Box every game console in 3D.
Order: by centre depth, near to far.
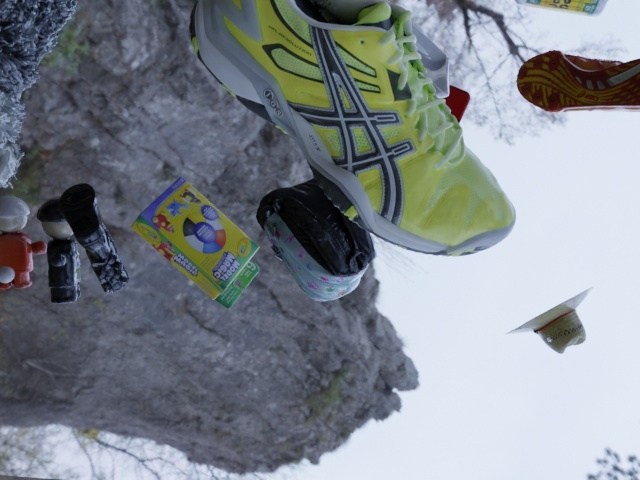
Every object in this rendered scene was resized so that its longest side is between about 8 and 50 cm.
[{"bbox_3d":[0.197,-0.236,1.220,0.144,0.085,0.124,-67,-153,9],"label":"game console"}]

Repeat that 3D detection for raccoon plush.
[{"bbox_3d":[-0.390,-0.263,0.866,0.216,0.299,0.446,29,-140,23],"label":"raccoon plush"}]

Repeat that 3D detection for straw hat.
[{"bbox_3d":[0.332,0.123,0.878,0.144,0.144,0.061,-36,-107,24],"label":"straw hat"}]

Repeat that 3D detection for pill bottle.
[{"bbox_3d":[0.436,-0.497,1.197,0.208,0.117,0.117,13,-120,9],"label":"pill bottle"}]

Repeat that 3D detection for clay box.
[{"bbox_3d":[-0.206,0.004,1.124,0.053,0.222,0.127,-41,-169,45],"label":"clay box"}]

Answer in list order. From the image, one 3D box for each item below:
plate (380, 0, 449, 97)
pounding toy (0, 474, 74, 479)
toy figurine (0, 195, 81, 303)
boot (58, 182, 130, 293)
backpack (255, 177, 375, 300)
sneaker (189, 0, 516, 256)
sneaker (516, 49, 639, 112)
[{"bbox_3d":[0.091,-0.341,1.018,0.045,0.278,0.277,-47,-169,27],"label":"plate"},{"bbox_3d":[-0.132,0.206,0.251,0.181,0.094,0.206,26,-82,61],"label":"pounding toy"},{"bbox_3d":[-0.460,0.016,0.888,0.213,0.209,0.148,8,-77,36],"label":"toy figurine"},{"bbox_3d":[-0.271,-0.001,0.771,0.045,0.099,0.121,-25,-134,-13],"label":"boot"},{"bbox_3d":[0.000,0.000,0.984,0.152,0.182,0.115,-24,157,-29],"label":"backpack"},{"bbox_3d":[0.050,-0.130,0.604,0.147,0.385,0.145,-42,-166,47],"label":"sneaker"},{"bbox_3d":[0.276,-0.152,0.636,0.175,0.067,0.064,25,-71,47],"label":"sneaker"}]
